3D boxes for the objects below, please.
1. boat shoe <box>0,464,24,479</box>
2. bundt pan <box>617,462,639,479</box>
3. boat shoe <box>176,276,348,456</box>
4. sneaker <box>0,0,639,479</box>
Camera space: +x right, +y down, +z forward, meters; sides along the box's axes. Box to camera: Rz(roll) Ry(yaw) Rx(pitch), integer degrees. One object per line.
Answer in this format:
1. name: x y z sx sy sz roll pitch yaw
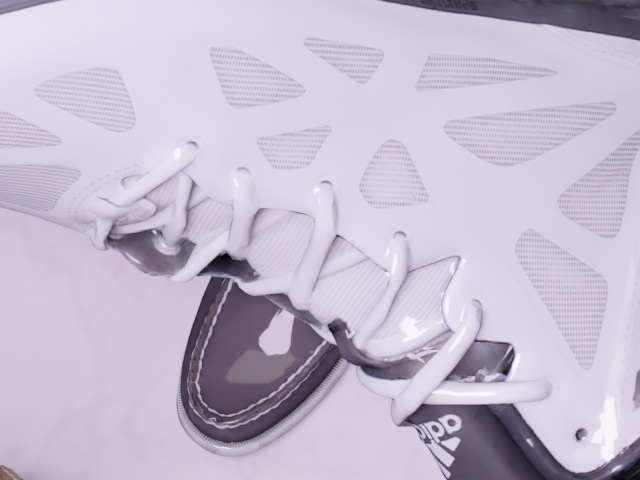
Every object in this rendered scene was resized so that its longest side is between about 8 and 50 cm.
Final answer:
1. boat shoe: -0.092 0.173 0.709 0.072 0.068 0.190 -32 81 -27
2. bundt pan: 0.200 0.228 0.660 0.331 0.124 0.331 1 67 -1
3. boat shoe: 0.000 0.000 0.775 0.081 0.069 0.228 29 69 10
4. sneaker: 0.011 0.001 0.645 0.447 0.169 0.257 -7 81 -26
